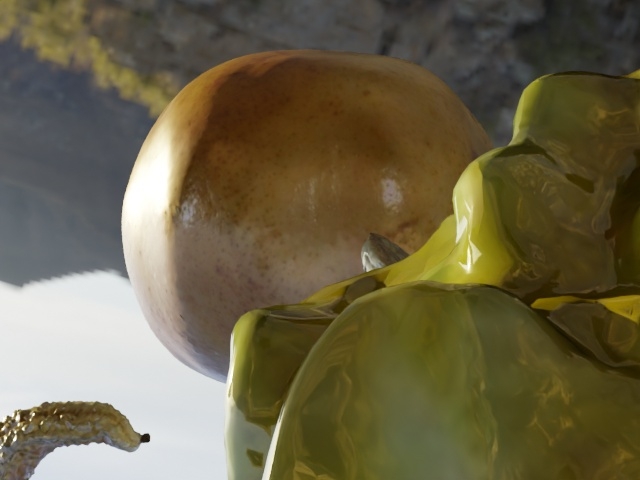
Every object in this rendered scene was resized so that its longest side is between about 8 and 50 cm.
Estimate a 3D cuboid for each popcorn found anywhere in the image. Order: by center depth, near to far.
[{"bbox_3d":[0.141,0.083,0.479,0.293,0.334,0.292,47,-160,-46],"label":"popcorn"}]

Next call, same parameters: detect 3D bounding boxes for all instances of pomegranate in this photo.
[{"bbox_3d":[0.000,0.000,1.594,0.417,0.416,0.416,18,-178,-1],"label":"pomegranate"}]

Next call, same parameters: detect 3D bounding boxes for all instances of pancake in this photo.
[{"bbox_3d":[0.084,0.052,1.157,0.151,0.025,0.151,44,-171,-9],"label":"pancake"}]

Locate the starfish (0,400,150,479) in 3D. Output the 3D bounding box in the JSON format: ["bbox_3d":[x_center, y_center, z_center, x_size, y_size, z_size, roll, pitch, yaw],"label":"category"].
[{"bbox_3d":[-0.205,0.218,0.843,0.299,0.302,0.060,15,172,28],"label":"starfish"}]
